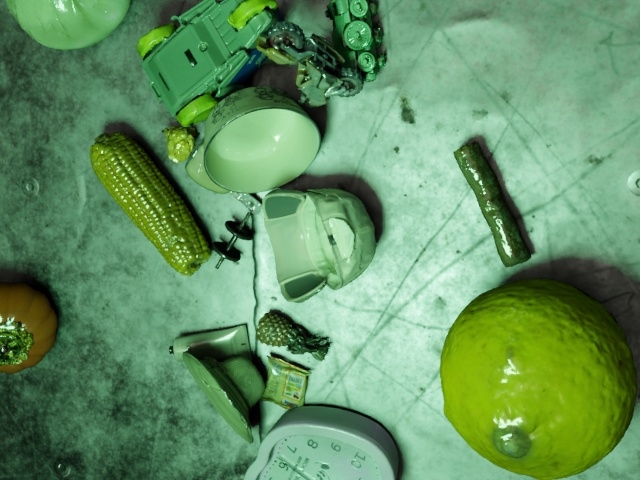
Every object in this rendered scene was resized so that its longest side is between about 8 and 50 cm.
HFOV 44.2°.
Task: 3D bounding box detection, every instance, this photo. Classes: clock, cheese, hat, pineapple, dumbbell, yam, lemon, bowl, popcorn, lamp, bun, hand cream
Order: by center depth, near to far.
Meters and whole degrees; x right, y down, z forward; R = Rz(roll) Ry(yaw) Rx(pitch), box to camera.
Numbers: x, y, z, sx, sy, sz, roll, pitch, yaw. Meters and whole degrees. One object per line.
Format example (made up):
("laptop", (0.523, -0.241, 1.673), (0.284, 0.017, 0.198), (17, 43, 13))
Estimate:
("lemon", (0.380, 0.250, 1.400), (0.350, 0.387, 0.349), (10, 121, 17))
("yam", (0.331, -0.070, 1.521), (0.061, 0.061, 0.253), (-25, 92, 19))
("bowl", (-0.130, -0.214, 1.567), (0.238, 0.238, 0.126), (-36, 53, 19))
("hat", (-0.008, 0.002, 1.595), (0.275, 0.161, 0.232), (-17, 82, 42))
("bun", (-0.549, -0.547, 1.641), (0.293, 0.187, 0.293), (2, 99, 14))
("pineapple", (-0.058, 0.209, 1.680), (0.159, 0.074, 0.074), (23, 105, 9))
("cheese", (-0.199, -0.125, 1.682), (0.192, 0.037, 0.097), (42, 109, 7))
("dumbbell", (-0.187, 0.001, 1.683), (0.069, 0.069, 0.147), (35, 106, 9))
("clock", (0.011, 0.518, 1.684), (0.339, 0.102, 0.338), (3, 104, 13))
("popcorn", (-0.291, -0.212, 1.686), (0.084, 0.084, 0.084), (3, 100, 16))
("hat", (-0.181, 0.308, 1.698), (0.110, 0.252, 0.252), (-37, 87, -21))
("hand cream", (-0.248, 0.236, 1.753), (0.186, 0.054, 0.087), (-6, 105, 10))
("lamp", (-0.720, 0.200, 1.812), (0.223, 0.196, 0.223), (-7, 116, -16))

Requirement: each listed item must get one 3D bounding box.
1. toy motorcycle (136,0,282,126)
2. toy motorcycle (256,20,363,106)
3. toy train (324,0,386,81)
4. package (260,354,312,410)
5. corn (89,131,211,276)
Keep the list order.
("toy motorcycle", (-0.186, -0.385, 1.565), (0.326, 0.200, 0.191), (-30, 90, 30))
("toy motorcycle", (-0.029, -0.321, 1.485), (0.130, 0.229, 0.094), (-20, 53, 41))
("toy train", (0.066, -0.397, 1.543), (0.105, 0.071, 0.178), (-5, 99, 28))
("package", (-0.078, 0.316, 1.723), (0.108, 0.031, 0.120), (18, 111, 15))
("corn", (-0.368, -0.082, 1.701), (0.120, 0.120, 0.363), (-36, 89, 19))
